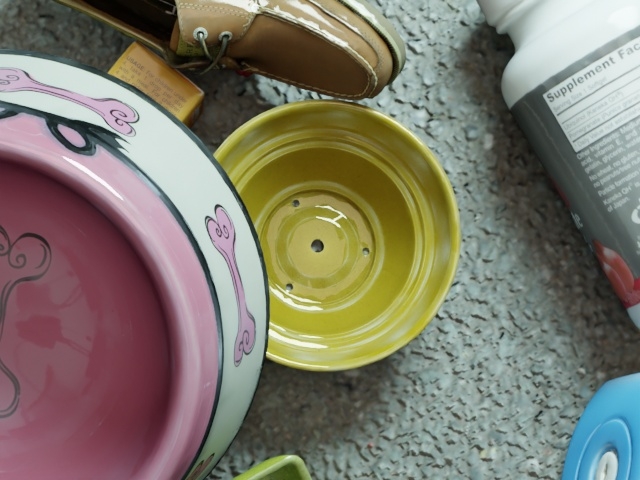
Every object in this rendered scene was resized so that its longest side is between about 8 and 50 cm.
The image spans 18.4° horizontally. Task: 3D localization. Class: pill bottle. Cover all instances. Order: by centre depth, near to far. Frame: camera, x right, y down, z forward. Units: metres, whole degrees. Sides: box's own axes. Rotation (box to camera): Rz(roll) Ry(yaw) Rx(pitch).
[{"bbox_3d":[0.255,-0.102,1.591,0.176,0.176,0.318,-29,85,-7],"label":"pill bottle"}]

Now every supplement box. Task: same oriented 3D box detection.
[{"bbox_3d":[-0.190,-0.045,1.601,0.080,0.078,0.233,35,82,1],"label":"supplement box"}]

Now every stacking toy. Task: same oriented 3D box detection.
[{"bbox_3d":[0.358,0.223,1.587,0.302,0.166,0.175,17,77,-17],"label":"stacking toy"}]

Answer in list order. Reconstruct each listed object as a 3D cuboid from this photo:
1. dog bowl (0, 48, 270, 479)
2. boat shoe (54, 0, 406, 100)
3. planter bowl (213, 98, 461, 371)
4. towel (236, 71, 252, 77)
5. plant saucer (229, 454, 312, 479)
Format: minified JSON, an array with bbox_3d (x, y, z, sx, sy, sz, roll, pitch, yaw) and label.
[{"bbox_3d":[-0.247,0.069,1.476,0.408,0.150,0.408,1,103,4],"label":"dog bowl"},{"bbox_3d":[-0.088,-0.174,1.562,0.307,0.110,0.104,25,53,10],"label":"boat shoe"},{"bbox_3d":[0.000,0.000,1.602,0.217,0.090,0.217,1,83,-5],"label":"planter bowl"},{"bbox_3d":[-0.069,-0.296,1.646,0.199,0.031,0.275,-38,93,-3],"label":"towel"},{"bbox_3d":[-0.075,0.264,1.548,0.188,0.045,0.188,-29,126,-7],"label":"plant saucer"}]
